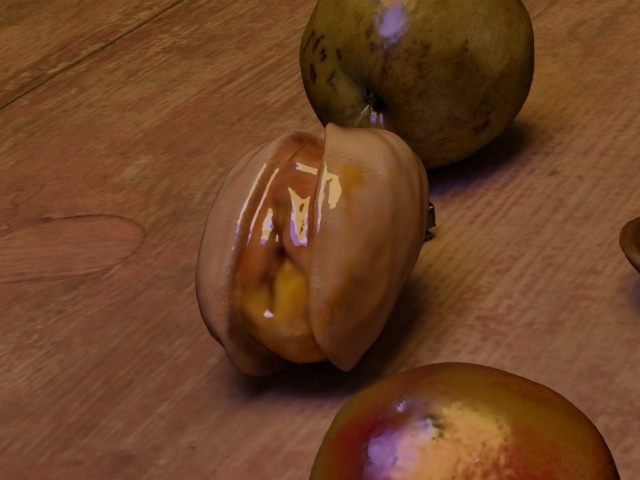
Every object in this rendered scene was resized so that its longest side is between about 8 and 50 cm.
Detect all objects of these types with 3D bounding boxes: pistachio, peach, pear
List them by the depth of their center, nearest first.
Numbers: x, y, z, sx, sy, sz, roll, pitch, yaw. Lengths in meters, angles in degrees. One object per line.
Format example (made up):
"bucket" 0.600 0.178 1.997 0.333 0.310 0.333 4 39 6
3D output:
"peach" 0.097 0.194 0.985 0.231 0.231 0.231 -12 25 5
"pistachio" 0.000 0.000 1.443 0.230 0.230 0.309 -3 44 22
"pear" 0.118 -0.224 1.785 0.304 0.304 0.304 -12 25 5

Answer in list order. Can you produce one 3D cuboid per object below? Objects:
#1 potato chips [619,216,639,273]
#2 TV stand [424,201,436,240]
"potato chips" 0.391 0.010 1.395 0.195 0.062 0.208 -4 25 9
"TV stand" 0.014 0.013 1.611 0.249 0.042 0.036 -20 28 -13
